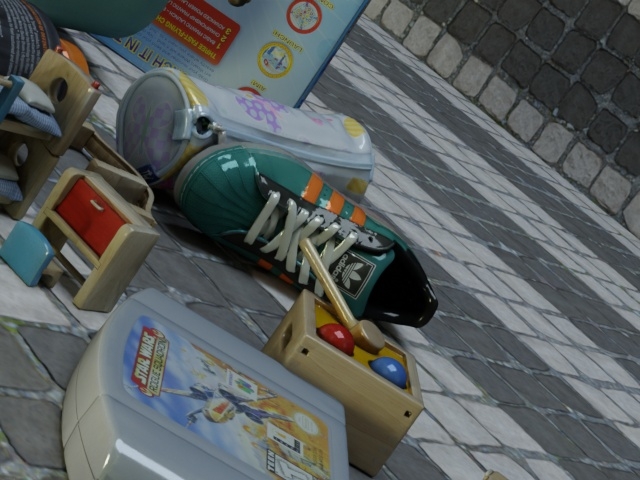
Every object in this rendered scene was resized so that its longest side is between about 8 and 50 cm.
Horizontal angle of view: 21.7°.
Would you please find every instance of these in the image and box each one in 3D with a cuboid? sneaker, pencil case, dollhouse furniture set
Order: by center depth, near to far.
[{"bbox_3d":[-0.216,-0.058,1.236,0.183,0.129,0.129,42,16,30],"label":"dollhouse furniture set"},{"bbox_3d":[0.000,0.000,1.576,0.302,0.108,0.121,24,13,-40],"label":"sneaker"},{"bbox_3d":[-0.071,-0.093,1.640,0.273,0.124,0.114,11,68,-47],"label":"pencil case"}]

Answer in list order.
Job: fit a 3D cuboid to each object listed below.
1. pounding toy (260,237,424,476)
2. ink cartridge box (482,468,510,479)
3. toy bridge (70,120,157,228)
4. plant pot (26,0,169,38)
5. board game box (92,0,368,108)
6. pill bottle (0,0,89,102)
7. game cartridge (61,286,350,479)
[{"bbox_3d":[0.014,0.089,1.326,0.130,0.100,0.141,32,14,-10],"label":"pounding toy"},{"bbox_3d":[0.141,0.259,1.079,0.193,0.088,0.234,36,15,13],"label":"ink cartridge box"},{"bbox_3d":[-0.183,-0.052,1.502,0.063,0.026,0.188,24,17,-38],"label":"toy bridge"},{"bbox_3d":[-0.310,-0.373,1.787,0.235,0.293,0.293,0,34,-39],"label":"plant pot"},{"bbox_3d":[-0.102,-0.315,1.989,0.308,0.302,0.086,35,14,0],"label":"board game box"},{"bbox_3d":[-0.298,-0.148,1.348,0.130,0.130,0.245,43,17,32],"label":"pill bottle"},{"bbox_3d":[-0.073,0.129,1.106,0.198,0.062,0.297,36,14,-12],"label":"game cartridge"}]
